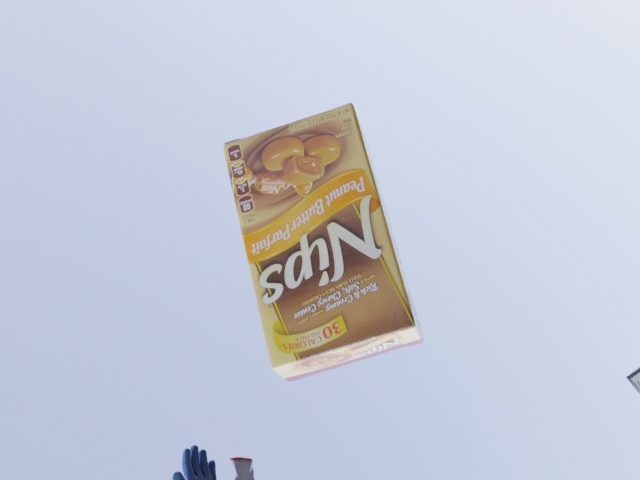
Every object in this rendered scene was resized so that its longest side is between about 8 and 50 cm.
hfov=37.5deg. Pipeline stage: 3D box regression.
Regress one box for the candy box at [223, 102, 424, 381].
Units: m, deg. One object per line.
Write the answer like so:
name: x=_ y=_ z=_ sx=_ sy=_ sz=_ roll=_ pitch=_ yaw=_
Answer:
candy box: x=0.000 y=0.000 z=1.201 sx=0.087 sy=0.183 sz=0.316 roll=55 pitch=-161 yaw=-65

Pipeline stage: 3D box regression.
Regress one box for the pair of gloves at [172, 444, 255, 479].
pair of gloves: x=-0.151 y=0.399 z=1.454 sx=0.198 sy=0.023 sz=0.159 roll=24 pitch=-137 yaw=-46

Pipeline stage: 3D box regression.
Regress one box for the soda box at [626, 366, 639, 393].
soda box: x=0.367 y=0.175 z=0.877 sx=0.060 sy=0.053 sz=0.169 roll=-15 pitch=-115 yaw=-47
